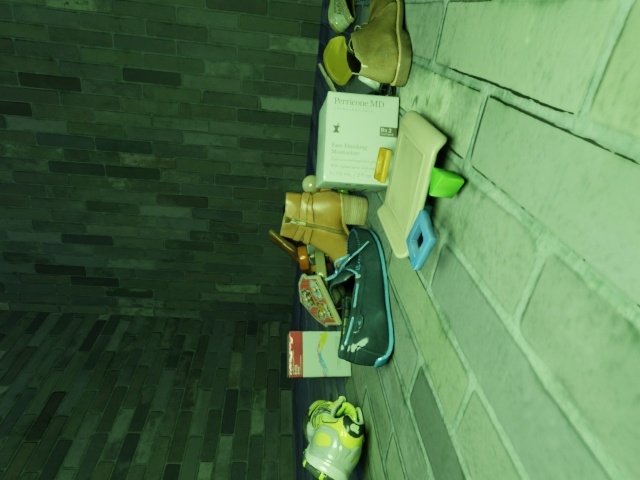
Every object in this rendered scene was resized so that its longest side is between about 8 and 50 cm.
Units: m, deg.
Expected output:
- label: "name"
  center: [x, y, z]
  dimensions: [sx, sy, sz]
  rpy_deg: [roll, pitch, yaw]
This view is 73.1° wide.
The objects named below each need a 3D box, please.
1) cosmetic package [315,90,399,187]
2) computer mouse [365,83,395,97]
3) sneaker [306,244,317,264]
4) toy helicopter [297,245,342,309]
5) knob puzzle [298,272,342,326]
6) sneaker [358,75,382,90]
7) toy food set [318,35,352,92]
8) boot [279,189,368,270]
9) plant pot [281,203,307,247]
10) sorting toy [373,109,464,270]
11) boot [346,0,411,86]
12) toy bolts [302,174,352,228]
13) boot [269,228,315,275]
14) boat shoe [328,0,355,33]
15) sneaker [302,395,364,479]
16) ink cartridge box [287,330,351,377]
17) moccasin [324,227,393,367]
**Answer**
- label: "cosmetic package"
  center: [0.074, -0.206, 0.938]
  dimensions: [0.151, 0.151, 0.184]
  rpy_deg: [-171, 83, -83]
- label: "computer mouse"
  center: [0.128, -0.329, 1.023]
  dimensions: [0.242, 0.041, 0.071]
  rpy_deg: [-147, 62, -82]
- label: "sneaker"
  center: [0.001, -0.008, 1.706]
  dimensions: [0.147, 0.104, 0.296]
  rpy_deg: [101, 176, -59]
- label: "toy helicopter"
  center: [0.015, 0.171, 1.517]
  dimensions: [0.355, 0.140, 0.235]
  rpy_deg: [84, 177, -62]
- label: "knob puzzle"
  center: [-0.024, 0.199, 1.404]
  dimensions: [0.213, 0.030, 0.213]
  rpy_deg: [37, 142, 37]
- label: "sneaker"
  center: [0.122, -0.386, 0.971]
  dimensions: [0.061, 0.053, 0.152]
  rpy_deg: [-54, 16, 37]
- label: "toy food set"
  center: [0.074, -0.586, 1.415]
  dimensions: [0.128, 0.071, 0.218]
  rpy_deg: [57, 164, -6]
- label: "boot"
  center: [0.000, 0.000, 1.163]
  dimensions: [0.109, 0.220, 0.284]
  rpy_deg: [-98, 13, -58]
- label: "plant pot"
  center: [-0.072, -0.054, 2.036]
  dimensions: [0.167, 0.187, 0.188]
  rpy_deg: [-123, 36, -59]
- label: "sorting toy"
  center: [0.151, -0.094, 0.700]
  dimensions: [0.348, 0.047, 0.196]
  rpy_deg: [-99, 19, -60]
- label: "boot"
  center: [0.112, -0.440, 0.911]
  dimensions: [0.112, 0.115, 0.305]
  rpy_deg: [98, 174, -51]
- label: "toy bolts"
  center: [0.012, -0.101, 1.373]
  dimensions: [0.218, 0.158, 0.229]
  rpy_deg: [-174, 87, -83]
- label: "boot"
  center: [-0.105, 0.037, 1.875]
  dimensions: [0.096, 0.280, 0.264]
  rpy_deg: [-48, -7, -8]
- label: "boat shoe"
  center: [0.084, -0.871, 1.518]
  dimensions: [0.089, 0.104, 0.285]
  rpy_deg: [-12, 77, 44]
- label: "sneaker"
  center: [0.047, 0.460, 1.060]
  dimensions: [0.147, 0.145, 0.384]
  rpy_deg: [-56, 2, -5]
- label: "ink cartridge box"
  center: [-0.006, 0.329, 1.245]
  dimensions: [0.128, 0.176, 0.127]
  rpy_deg: [111, 159, -71]
- label: "moccasin"
  center: [0.075, 0.096, 0.916]
  dimensions: [0.342, 0.116, 0.138]
  rpy_deg: [-94, 10, -48]
